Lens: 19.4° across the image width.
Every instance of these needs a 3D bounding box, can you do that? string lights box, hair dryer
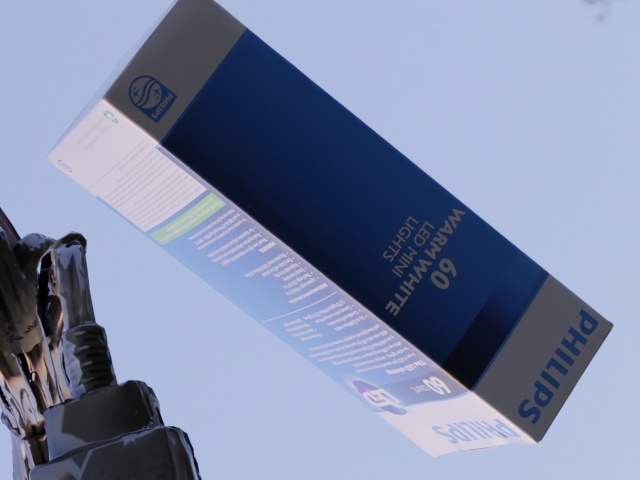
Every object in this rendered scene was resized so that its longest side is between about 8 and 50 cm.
[{"bbox_3d":[0.000,0.000,0.917,0.259,0.133,0.077,38,-110,-10],"label":"string lights box"},{"bbox_3d":[-0.117,-0.009,0.488,0.080,0.223,0.293,-23,-98,-14],"label":"hair dryer"}]
